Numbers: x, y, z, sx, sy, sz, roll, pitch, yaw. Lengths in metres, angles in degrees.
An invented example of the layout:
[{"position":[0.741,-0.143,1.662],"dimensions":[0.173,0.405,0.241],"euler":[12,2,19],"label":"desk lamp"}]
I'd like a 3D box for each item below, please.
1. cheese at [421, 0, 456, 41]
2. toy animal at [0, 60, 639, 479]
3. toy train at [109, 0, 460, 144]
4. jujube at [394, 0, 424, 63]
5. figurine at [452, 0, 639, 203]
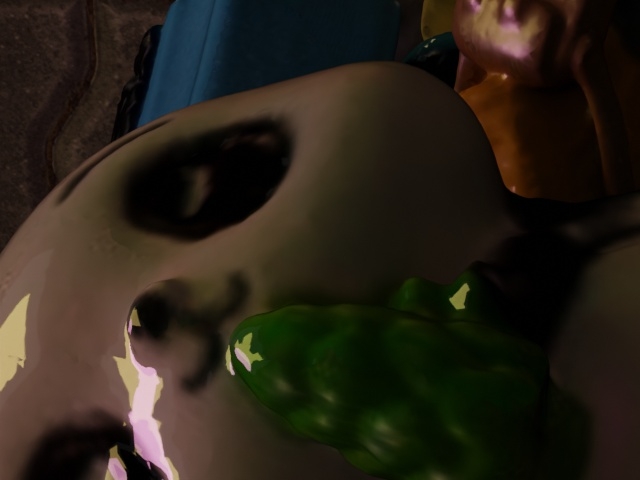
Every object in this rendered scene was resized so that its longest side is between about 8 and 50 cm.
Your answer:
[{"position":[0.128,-0.264,1.096],"dimensions":[0.259,0.128,0.316],"euler":[109,175,-76],"label":"cheese"},{"position":[0.026,0.060,0.545],"dimensions":[0.212,0.266,0.212],"euler":[-163,90,-84],"label":"toy animal"},{"position":[0.000,0.000,1.084],"dimensions":[0.300,0.265,0.188],"euler":[105,176,-58],"label":"toy train"},{"position":[0.031,-0.183,1.351],"dimensions":[0.215,0.246,0.308],"euler":[-48,8,42],"label":"jujube"},{"position":[0.085,0.023,0.748],"dimensions":[0.332,0.204,0.185],"euler":[-50,-9,-3],"label":"figurine"}]
